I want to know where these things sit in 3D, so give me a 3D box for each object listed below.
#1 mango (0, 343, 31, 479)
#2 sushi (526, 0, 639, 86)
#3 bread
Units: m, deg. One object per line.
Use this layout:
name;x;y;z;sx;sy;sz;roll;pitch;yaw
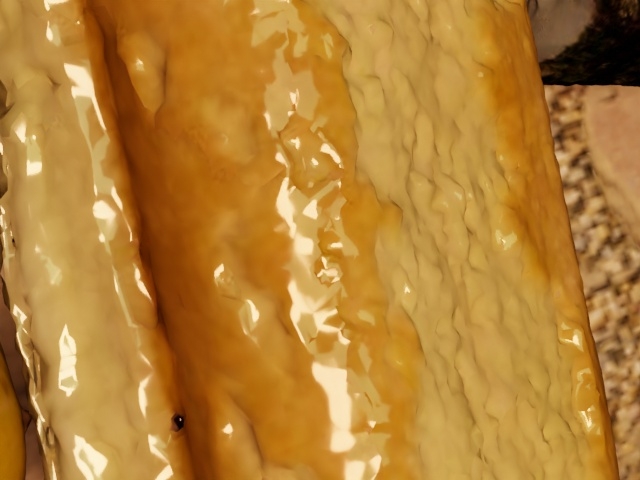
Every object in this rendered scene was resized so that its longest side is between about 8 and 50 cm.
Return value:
mango;-0.212;0.040;0.514;0.251;0.114;0.156;34;76;-7
sushi;0.125;-0.177;0.728;0.127;0.124;0.225;-5;78;-30
bread;0.000;0.000;0.587;0.236;0.165;0.375;-13;90;-60
